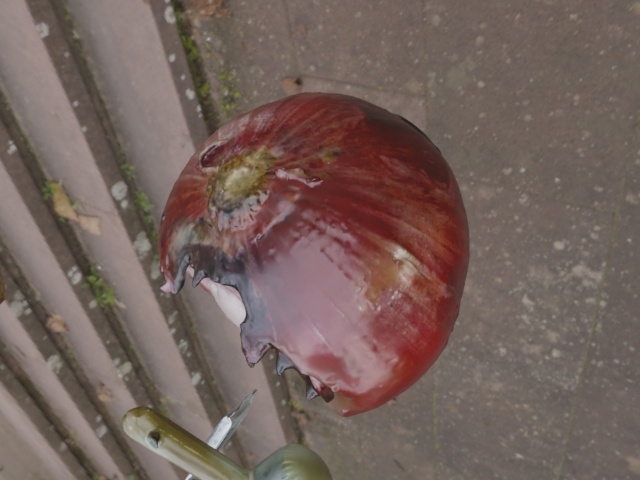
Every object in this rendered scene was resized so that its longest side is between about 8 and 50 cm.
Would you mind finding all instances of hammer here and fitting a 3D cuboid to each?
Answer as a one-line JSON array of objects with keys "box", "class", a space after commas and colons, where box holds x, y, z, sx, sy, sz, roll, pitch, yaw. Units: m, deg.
[{"box": [-0.143, 0.320, 0.883, 0.305, 0.113, 0.202, 40, 106, -18], "class": "hammer"}]

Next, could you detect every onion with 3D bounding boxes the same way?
[{"box": [-0.006, -0.005, 0.678, 0.341, 0.341, 0.341, 26, 142, 23], "class": "onion"}]

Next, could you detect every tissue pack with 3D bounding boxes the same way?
[{"box": [-0.189, 0.369, 1.178, 0.026, 0.122, 0.193, 35, 102, 9], "class": "tissue pack"}]

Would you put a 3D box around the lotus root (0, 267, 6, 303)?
[{"box": [-0.626, 0.072, 1.063, 0.180, 0.188, 0.199, 44, 157, -9], "class": "lotus root"}]
